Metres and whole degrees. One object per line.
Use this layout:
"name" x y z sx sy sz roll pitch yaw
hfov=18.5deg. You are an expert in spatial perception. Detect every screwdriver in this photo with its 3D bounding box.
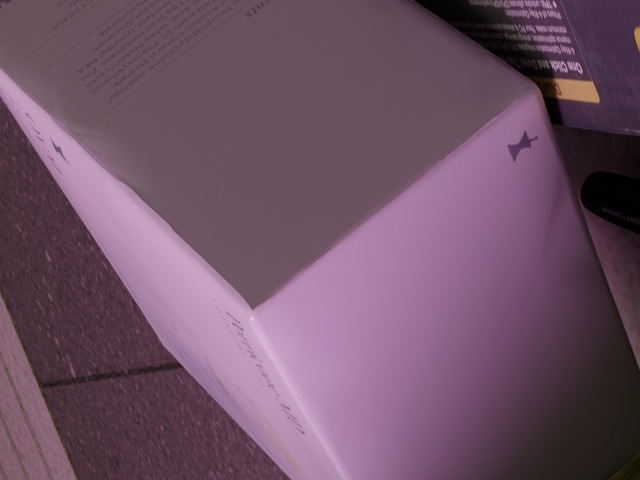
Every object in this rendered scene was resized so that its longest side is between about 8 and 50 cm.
"screwdriver" 0.169 0.002 0.816 0.170 0.024 0.025 31 111 50

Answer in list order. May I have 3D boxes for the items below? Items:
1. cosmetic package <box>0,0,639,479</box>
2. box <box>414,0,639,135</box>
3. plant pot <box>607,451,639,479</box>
"cosmetic package" 0.000 0.000 0.814 0.224 0.138 0.224 40 165 42
"box" 0.069 -0.196 0.668 0.395 0.097 0.318 19 130 70
"plant pot" 0.187 0.258 0.675 0.353 0.366 0.366 49 155 7
